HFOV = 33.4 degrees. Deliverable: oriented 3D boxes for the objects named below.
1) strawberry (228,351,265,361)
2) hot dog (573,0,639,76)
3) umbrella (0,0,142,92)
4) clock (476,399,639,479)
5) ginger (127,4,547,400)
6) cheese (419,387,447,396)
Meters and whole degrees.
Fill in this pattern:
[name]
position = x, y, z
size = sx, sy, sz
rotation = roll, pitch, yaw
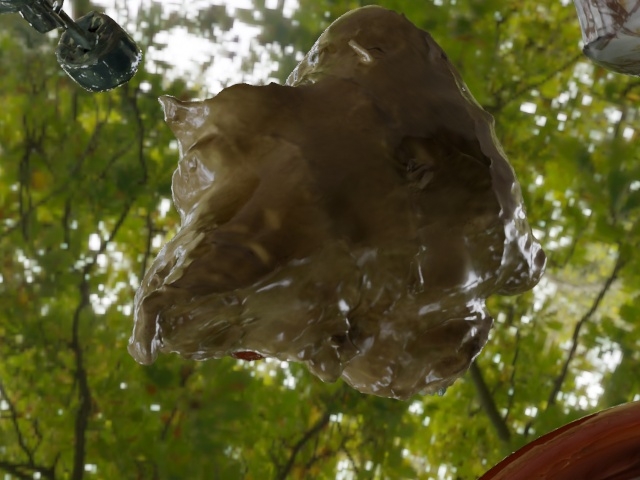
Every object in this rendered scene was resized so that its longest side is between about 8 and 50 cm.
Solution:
[strawberry]
position = -0.058, 0.053, 0.838
size = 0.106, 0.106, 0.106
rotation = 7, -150, -4
[hot dog]
position = 0.206, -0.120, 0.495
size = 0.108, 0.059, 0.191
rotation = 17, 162, -40
[umbrella]
position = -0.196, -0.201, 0.537
size = 0.094, 0.349, 0.143
rotation = -42, -133, 0
[clock]
position = 0.108, 0.117, 0.256
size = 0.205, 0.051, 0.205
rotation = -13, -144, 9
[ginger]
position = 0.000, 0.000, 0.557
size = 0.270, 0.123, 0.219
rotation = -41, -86, -33
[cheese]
position = 0.131, 0.076, 1.071
size = 0.092, 0.171, 0.047
rotation = 34, 169, -7
